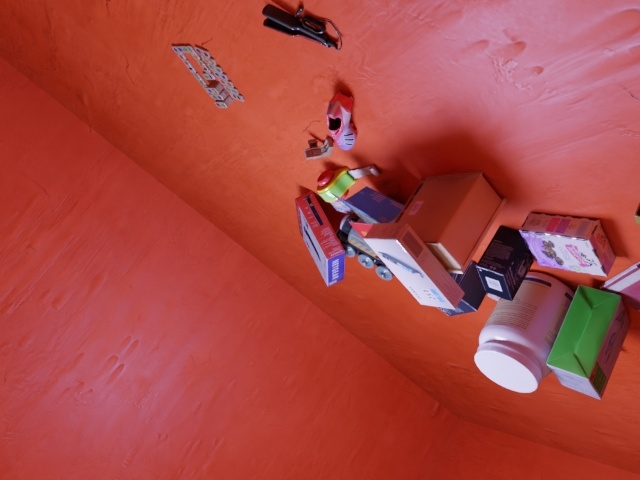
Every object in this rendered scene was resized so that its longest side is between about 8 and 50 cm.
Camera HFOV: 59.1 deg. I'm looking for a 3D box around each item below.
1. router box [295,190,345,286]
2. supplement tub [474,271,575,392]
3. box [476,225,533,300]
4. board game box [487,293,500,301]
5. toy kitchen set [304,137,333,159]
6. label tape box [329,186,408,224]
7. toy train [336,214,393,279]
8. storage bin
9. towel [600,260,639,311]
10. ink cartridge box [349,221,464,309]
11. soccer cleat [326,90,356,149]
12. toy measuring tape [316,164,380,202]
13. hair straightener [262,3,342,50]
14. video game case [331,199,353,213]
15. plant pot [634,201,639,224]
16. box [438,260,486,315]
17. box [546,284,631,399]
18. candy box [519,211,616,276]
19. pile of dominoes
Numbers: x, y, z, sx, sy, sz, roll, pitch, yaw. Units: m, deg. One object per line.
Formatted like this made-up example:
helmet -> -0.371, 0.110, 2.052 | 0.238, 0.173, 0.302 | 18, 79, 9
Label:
router box -> 0.000, 0.000, 2.376 | 0.335, 0.082, 0.301 | 86, 158, -66
supplement tub -> 0.647, 0.286, 1.777 | 0.235, 0.325, 0.235 | 29, 151, 18
box -> 0.558, 0.070, 1.700 | 0.093, 0.158, 0.156 | 20, 157, 38
board game box -> 0.661, 0.185, 2.018 | 0.103, 0.026, 0.154 | 28, 160, 19
toy kitchen set -> -0.011, -0.318, 1.865 | 0.075, 0.083, 0.068 | 123, 133, -71
label tape box -> 0.220, -0.076, 1.843 | 0.333, 0.106, 0.240 | 38, 179, -38
toy train -> 0.213, 0.020, 2.228 | 0.333, 0.142, 0.190 | 32, 149, 14
storage bin -> 0.340, -0.053, 1.608 | 0.123, 0.262, 0.260 | 44, 159, -25
towel -> 0.948, 0.175, 1.500 | 0.329, 0.037, 0.237 | 32, 163, 13
ink cartridge box -> 0.225, 0.068, 1.589 | 0.296, 0.066, 0.261 | 47, 157, -26
soccer cleat -> 0.054, -0.333, 1.664 | 0.083, 0.095, 0.248 | 29, 161, 15
toy measuring tape -> 0.076, -0.192, 1.948 | 0.121, 0.121, 0.330 | 43, 160, -24
hair straightener -> -0.046, -0.536, 1.408 | 0.230, 0.047, 0.089 | 30, 161, 13
video game case -> 0.069, -0.151, 2.219 | 0.087, 0.011, 0.122 | 16, 154, 43
plant pot -> 0.732, -0.060, 1.219 | 0.081, 0.081, 0.083 | 23, 170, 31
box -> 0.512, 0.179, 2.058 | 0.108, 0.153, 0.207 | 36, 162, -6
box -> 0.794, 0.302, 1.667 | 0.126, 0.262, 0.231 | 17, 163, 42
candy box -> 0.662, 0.010, 1.513 | 0.196, 0.070, 0.165 | 12, 151, 50
pile of dominoes -> -0.393, -0.562, 1.946 | 0.196, 0.040, 0.251 | 16, 155, 44
